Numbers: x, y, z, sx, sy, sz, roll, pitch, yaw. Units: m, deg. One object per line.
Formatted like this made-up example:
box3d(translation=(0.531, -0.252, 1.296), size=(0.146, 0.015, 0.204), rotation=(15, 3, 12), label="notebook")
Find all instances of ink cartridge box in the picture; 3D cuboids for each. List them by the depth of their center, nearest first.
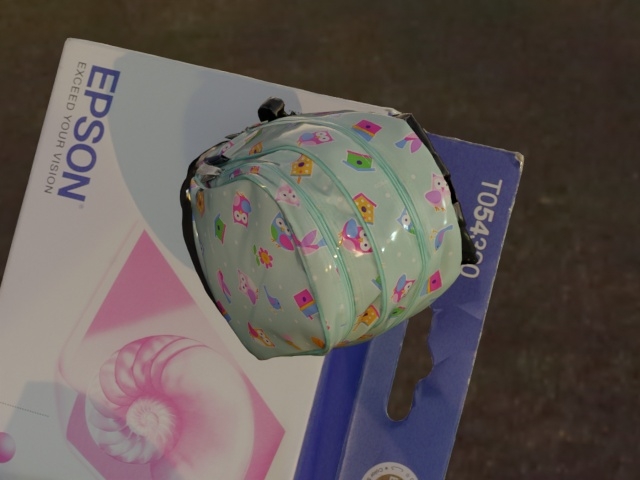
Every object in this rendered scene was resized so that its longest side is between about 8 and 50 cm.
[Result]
box3d(translation=(-0.058, 0.052, 0.997), size=(0.330, 0.324, 0.071), rotation=(13, -3, 12), label="ink cartridge box")

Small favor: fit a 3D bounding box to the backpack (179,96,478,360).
box3d(translation=(0.000, 0.000, 0.778), size=(0.115, 0.152, 0.182), rotation=(-34, 10, -25), label="backpack")
